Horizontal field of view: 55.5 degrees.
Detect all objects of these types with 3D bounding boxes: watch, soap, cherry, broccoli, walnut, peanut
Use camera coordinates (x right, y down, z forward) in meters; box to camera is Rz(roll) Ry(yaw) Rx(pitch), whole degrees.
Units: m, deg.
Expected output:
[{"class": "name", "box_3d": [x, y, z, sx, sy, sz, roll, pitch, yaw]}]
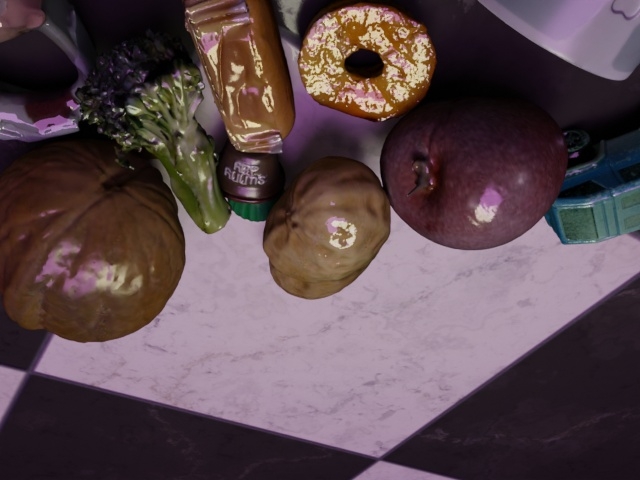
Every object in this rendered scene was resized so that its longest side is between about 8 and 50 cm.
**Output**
[{"class": "watch", "box_3d": [-0.423, -0.240, 0.790, 0.253, 0.162, 0.241, -6, 146, -7]}, {"class": "soap", "box_3d": [-0.274, -0.143, 0.978, 0.089, 0.012, 0.034, -3, 134, -3]}, {"class": "cherry", "box_3d": [0.229, -0.108, 0.898, 0.307, 0.261, 0.221, -27, 125, -29]}, {"class": "broccoli", "box_3d": [-0.202, -0.128, 0.842, 0.165, 0.145, 0.304, -36, 132, -14]}, {"class": "walnut", "box_3d": [-0.362, 0.009, 0.938, 0.332, 0.333, 0.333, -2, 135, -2]}, {"class": "peanut", "box_3d": [0.000, 0.000, 0.982, 0.192, 0.170, 0.387, -27, 166, -17]}]

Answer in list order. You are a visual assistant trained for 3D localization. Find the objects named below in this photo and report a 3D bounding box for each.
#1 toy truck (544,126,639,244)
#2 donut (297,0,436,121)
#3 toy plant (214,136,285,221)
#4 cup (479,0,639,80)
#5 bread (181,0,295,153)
[{"class": "toy truck", "box_3d": [0.495, -0.106, 0.982, 0.278, 0.156, 0.155, -20, 133, 16]}, {"class": "donut", "box_3d": [0.063, -0.259, 0.854, 0.190, 0.075, 0.174, 2, 136, 0]}, {"class": "toy plant", "box_3d": [-0.123, -0.092, 0.984, 0.142, 0.105, 0.200, 10, 144, -6]}, {"class": "cup", "box_3d": [0.280, -0.390, 0.652, 0.356, 0.259, 0.274, 37, 127, 4]}, {"class": "bread", "box_3d": [-0.101, -0.242, 0.811, 0.107, 0.136, 0.241, -13, 136, 4]}]
